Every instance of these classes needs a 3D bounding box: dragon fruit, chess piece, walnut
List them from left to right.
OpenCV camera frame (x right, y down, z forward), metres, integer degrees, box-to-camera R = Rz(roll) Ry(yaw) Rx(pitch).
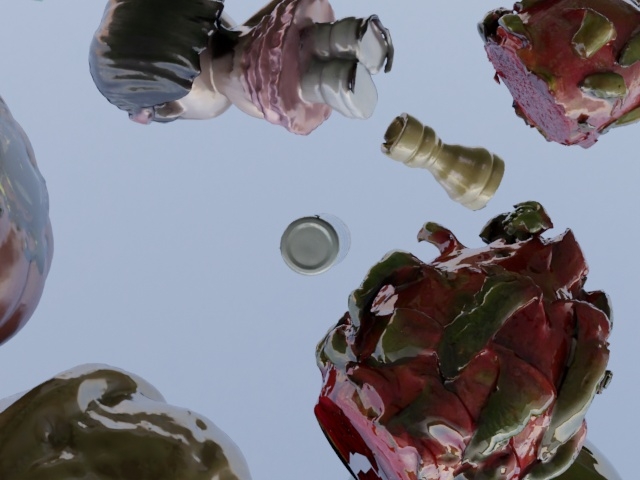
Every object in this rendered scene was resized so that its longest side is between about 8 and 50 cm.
[{"bbox_3d":[-0.244,0.299,1.305,0.381,0.381,0.381,9,-123,-14],"label":"walnut"},{"bbox_3d":[0.123,-0.083,1.399,0.122,0.066,0.066,25,-127,-20],"label":"chess piece"},{"bbox_3d":[0.084,0.067,0.787,0.172,0.160,0.166,-34,-142,-16],"label":"dragon fruit"},{"bbox_3d":[0.209,-0.145,1.069,0.208,0.150,0.133,-25,-98,-44],"label":"dragon fruit"}]

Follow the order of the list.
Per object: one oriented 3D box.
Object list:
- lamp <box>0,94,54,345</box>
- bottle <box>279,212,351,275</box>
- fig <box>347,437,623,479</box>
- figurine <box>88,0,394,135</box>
[{"bbox_3d":[-0.392,-0.028,1.293,0.240,0.305,0.305,-16,-119,9],"label":"lamp"},{"bbox_3d":[0.000,0.000,1.358,0.060,0.217,0.060,0,-87,5],"label":"bottle"},{"bbox_3d":[0.108,0.229,0.879,0.207,0.207,0.230,0,-89,-19],"label":"fig"},{"bbox_3d":[-0.036,-0.080,0.540,0.129,0.054,0.072,6,-102,31],"label":"figurine"}]
